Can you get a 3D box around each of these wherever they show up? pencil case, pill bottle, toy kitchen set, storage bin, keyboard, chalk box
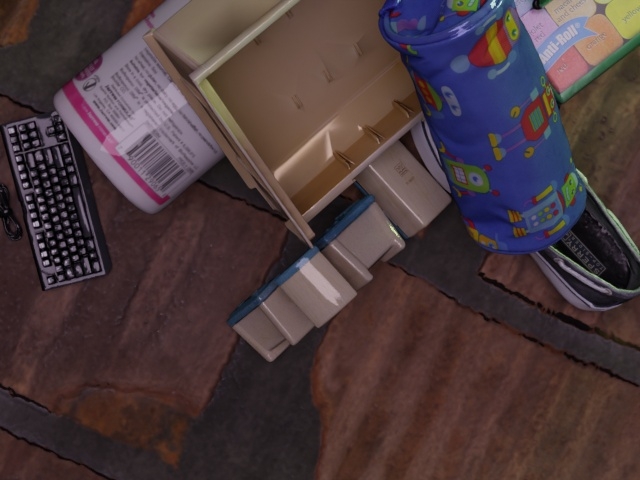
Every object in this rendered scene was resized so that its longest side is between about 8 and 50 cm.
[{"bbox_3d":[0.147,-0.123,1.665,0.133,0.306,0.119,11,55,35],"label":"pencil case"},{"bbox_3d":[-0.113,-0.172,1.819,0.283,0.160,0.160,-39,91,1],"label":"pill bottle"},{"bbox_3d":[0.000,0.000,1.876,0.122,0.166,0.207,48,56,-2],"label":"toy kitchen set"},{"bbox_3d":[0.014,-0.167,1.709,0.262,0.123,0.260,-41,131,-8],"label":"storage bin"},{"bbox_3d":[-0.292,-0.039,1.897,0.108,0.023,0.180,-14,91,2],"label":"keyboard"},{"bbox_3d":[0.240,-0.247,1.746,0.180,0.289,0.179,-37,91,2],"label":"chalk box"}]

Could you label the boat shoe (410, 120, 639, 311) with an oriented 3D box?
[{"bbox_3d":[0.215,-0.049,1.837,0.108,0.102,0.301,-42,93,-15],"label":"boat shoe"}]
